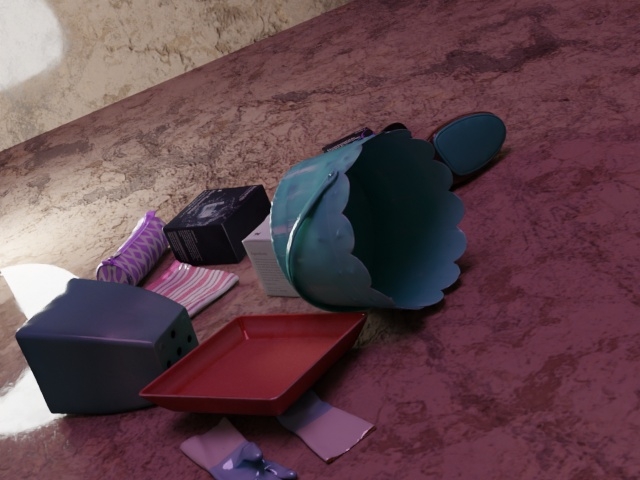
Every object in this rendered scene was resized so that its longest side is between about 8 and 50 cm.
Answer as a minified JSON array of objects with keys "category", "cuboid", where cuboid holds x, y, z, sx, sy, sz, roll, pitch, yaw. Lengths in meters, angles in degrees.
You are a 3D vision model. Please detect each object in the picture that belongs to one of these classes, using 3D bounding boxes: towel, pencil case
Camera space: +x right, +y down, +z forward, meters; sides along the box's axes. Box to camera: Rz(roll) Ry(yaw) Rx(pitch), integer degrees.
[{"category":"towel","cuboid":[-0.260,0.093,1.895,0.197,0.029,0.144,7,38,48]},{"category":"pencil case","cuboid":[-0.375,0.028,2.058,0.086,0.088,0.206,-9,27,23]}]

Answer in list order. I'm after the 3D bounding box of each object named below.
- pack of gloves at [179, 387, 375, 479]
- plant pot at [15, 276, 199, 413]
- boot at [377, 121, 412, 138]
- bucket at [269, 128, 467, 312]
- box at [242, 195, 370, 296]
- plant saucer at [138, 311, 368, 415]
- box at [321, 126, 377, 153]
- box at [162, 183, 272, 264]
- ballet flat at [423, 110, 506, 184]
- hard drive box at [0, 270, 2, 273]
[{"category":"pack of gloves","cuboid":[-0.070,0.253,1.381,0.195,0.046,0.232,-33,26,-22]},{"category":"plant pot","cuboid":[-0.320,0.171,1.636,0.234,0.165,0.165,0,31,26]},{"category":"boot","cuboid":[0.039,-0.126,1.991,0.229,0.091,0.263,-8,33,51]},{"category":"bucket","cuboid":[0.069,-0.021,1.559,0.183,0.281,0.281,-9,26,45]},{"category":"box","cuboid":[0.000,0.000,1.755,0.182,0.119,0.181,0,33,41]},{"category":"plant saucer","cuboid":[-0.090,0.183,1.503,0.258,0.047,0.259,-5,20,35]},{"category":"box","cuboid":[0.078,-0.192,2.198,0.116,0.029,0.162,-26,23,-7]},{"category":"box","cuboid":[-0.197,-0.031,2.021,0.158,0.093,0.156,-3,30,34]},{"category":"ballet flat","cuboid":[0.201,-0.129,1.895,0.342,0.116,0.124,-41,11,-29]},{"category":"hard drive box","cuboid":[-0.843,0.031,2.275,0.089,0.232,0.181,-8,27,30]}]
